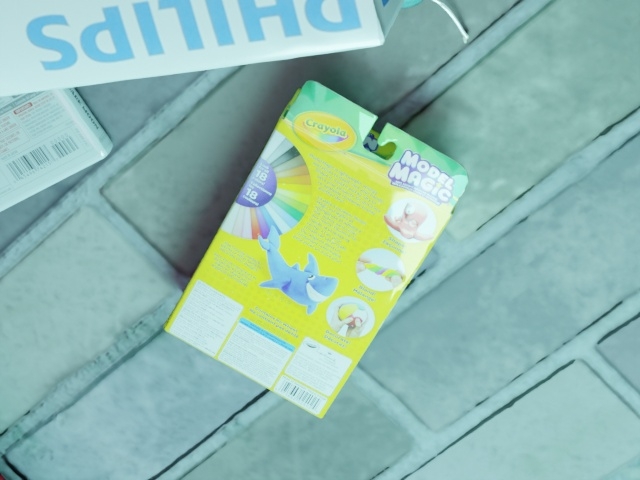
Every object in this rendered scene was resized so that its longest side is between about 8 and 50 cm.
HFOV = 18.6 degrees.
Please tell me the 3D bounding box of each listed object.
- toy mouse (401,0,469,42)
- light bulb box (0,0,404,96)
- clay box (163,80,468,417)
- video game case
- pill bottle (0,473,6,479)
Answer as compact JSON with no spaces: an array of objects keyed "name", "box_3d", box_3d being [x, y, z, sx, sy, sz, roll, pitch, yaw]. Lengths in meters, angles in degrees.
[{"name":"toy mouse","box_3d":[0.070,-0.180,1.184,0.161,0.031,0.143,-6,117,17]},{"name":"light bulb box","box_3d":[-0.118,-0.247,1.003,0.358,0.361,0.225,-6,117,17]},{"name":"clay box","box_3d":[0.000,0.000,1.290,0.127,0.053,0.222,30,120,-3]},{"name":"video game case","box_3d":[-0.262,-0.093,1.326,0.190,0.022,0.173,-25,110,26]},{"name":"pill bottle","box_3d":[-0.336,0.217,1.398,0.229,0.229,0.408,-27,109,26]}]
